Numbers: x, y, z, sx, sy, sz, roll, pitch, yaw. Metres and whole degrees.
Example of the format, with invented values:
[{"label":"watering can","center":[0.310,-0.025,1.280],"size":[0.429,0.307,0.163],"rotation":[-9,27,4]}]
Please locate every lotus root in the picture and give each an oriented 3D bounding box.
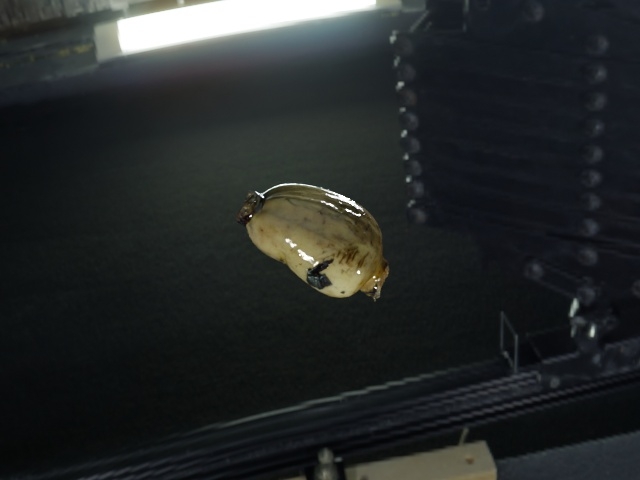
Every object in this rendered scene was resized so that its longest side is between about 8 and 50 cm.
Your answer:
[{"label":"lotus root","center":[0.000,0.000,1.359],"size":[0.256,0.140,0.154],"rotation":[25,-138,-9]}]
